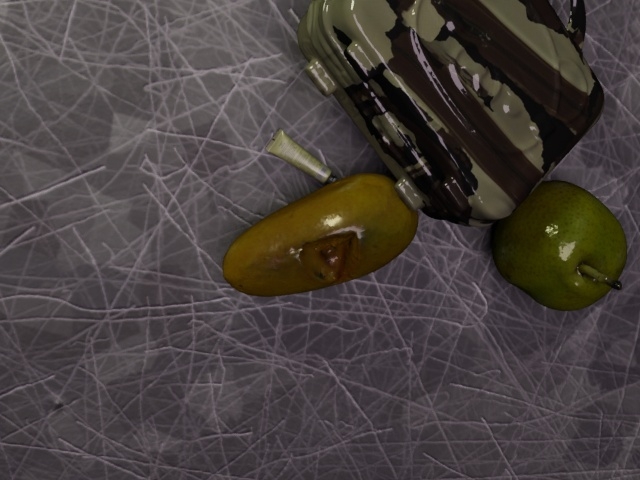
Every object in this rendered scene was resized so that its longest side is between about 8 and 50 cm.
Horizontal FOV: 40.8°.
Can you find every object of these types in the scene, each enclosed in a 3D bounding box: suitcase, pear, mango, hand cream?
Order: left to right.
[{"bbox_3d":[-0.023,-0.108,1.155,0.102,0.022,0.035,34,97,-9],"label":"hand cream"},{"bbox_3d":[0.000,0.000,1.118,0.262,0.167,0.130,-22,92,1],"label":"mango"},{"bbox_3d":[0.181,-0.227,1.064,0.339,0.194,0.351,-45,107,-19],"label":"suitcase"},{"bbox_3d":[0.321,0.016,1.131,0.166,0.216,0.180,-37,111,7],"label":"pear"}]
